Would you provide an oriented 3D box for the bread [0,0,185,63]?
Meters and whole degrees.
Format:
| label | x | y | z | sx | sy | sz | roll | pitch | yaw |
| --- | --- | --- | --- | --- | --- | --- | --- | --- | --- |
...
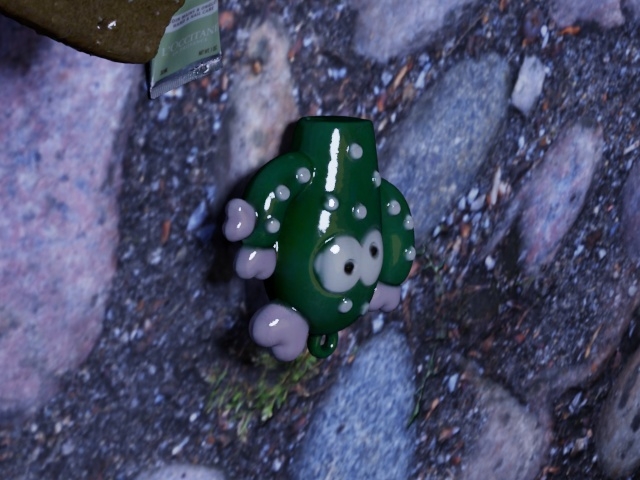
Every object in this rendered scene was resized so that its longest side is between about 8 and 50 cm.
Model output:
| label | x | y | z | sx | sy | sz | roll | pitch | yaw |
| --- | --- | --- | --- | --- | --- | --- | --- | --- | --- |
| bread | -0.281 | -0.246 | 1.208 | 0.416 | 0.165 | 0.113 | 25 | 93 | -51 |

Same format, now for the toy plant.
| label | x | y | z | sx | sy | sz | roll | pitch | yaw |
| --- | --- | --- | --- | --- | --- | --- | --- | --- | --- |
| toy plant | 0.003 | 0.001 | 1.667 | 0.232 | 0.113 | 0.243 | -37 | 125 | -34 |

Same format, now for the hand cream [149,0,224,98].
| label | x | y | z | sx | sy | sz | roll | pitch | yaw |
| --- | --- | --- | --- | --- | --- | --- | --- | --- | --- |
| hand cream | -0.119 | -0.239 | 1.478 | 0.086 | 0.055 | 0.235 | -27 | 132 | -35 |
